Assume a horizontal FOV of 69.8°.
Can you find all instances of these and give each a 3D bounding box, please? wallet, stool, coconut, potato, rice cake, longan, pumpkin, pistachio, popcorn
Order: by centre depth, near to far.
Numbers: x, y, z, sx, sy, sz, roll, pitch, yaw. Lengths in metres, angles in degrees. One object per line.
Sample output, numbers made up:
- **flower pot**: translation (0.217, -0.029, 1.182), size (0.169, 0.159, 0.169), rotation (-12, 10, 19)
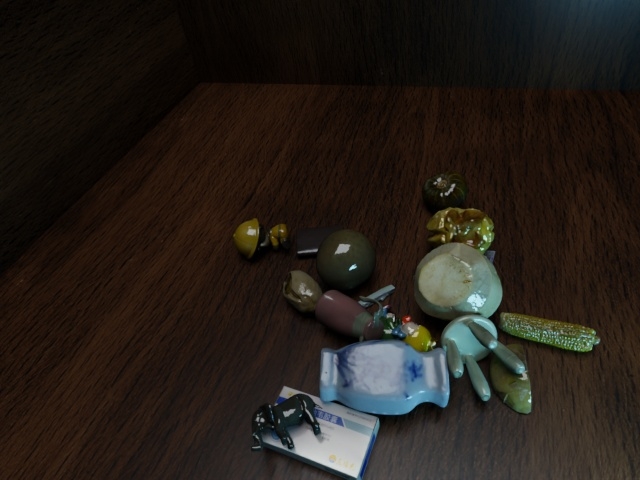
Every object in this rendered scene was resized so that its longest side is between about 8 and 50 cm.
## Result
- **stool**: translation (0.512, 0.370, 1.501), size (0.195, 0.195, 0.198), rotation (-45, 16, 15)
- **potato**: translation (0.626, 0.429, 1.525), size (0.121, 0.100, 0.261), rotation (1, 44, 11)
- **coconut**: translation (0.508, 0.163, 1.695), size (0.324, 0.322, 0.322), rotation (-5, 44, 5)
- **rice cake**: translation (0.223, 0.233, 1.856), size (0.180, 0.030, 0.042), rotation (-26, 40, -16)
- **pistachio**: translation (-0.072, 0.207, 1.872), size (0.238, 0.153, 0.137), rotation (38, 101, 41)
- **longan**: translation (0.104, 0.081, 1.889), size (0.259, 0.257, 0.257), rotation (-5, 44, 5)
- **popcorn**: translation (0.578, -0.038, 1.954), size (0.265, 0.224, 0.332), rotation (-3, 21, -9)
- **wallet**: translation (0.000, 0.000, 2.133), size (0.230, 0.049, 0.181), rotation (-6, 43, 2)
- **pumpkin**: translation (0.595, -0.228, 2.188), size (0.219, 0.162, 0.218), rotation (-24, 40, 22)

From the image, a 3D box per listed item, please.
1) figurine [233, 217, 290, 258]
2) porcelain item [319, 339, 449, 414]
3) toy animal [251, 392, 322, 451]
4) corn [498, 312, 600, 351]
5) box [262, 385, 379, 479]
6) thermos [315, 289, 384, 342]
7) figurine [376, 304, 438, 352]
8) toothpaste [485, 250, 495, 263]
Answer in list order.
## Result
- **figurine**: translation (-0.273, -0.019, 2.121), size (0.257, 0.167, 0.192), rotation (-13, 30, -6)
- **porcelain item**: translation (0.202, 0.445, 1.507), size (0.406, 0.178, 0.242), rotation (0, 61, 6)
- **toy animal**: translation (-0.114, 0.571, 1.431), size (0.245, 0.114, 0.146), rotation (-11, 46, -31)
- **corn**: translation (0.797, 0.319, 1.613), size (0.320, 0.096, 0.097), rotation (11, 47, 23)
- **box**: translation (-0.004, 0.615, 1.476), size (0.344, 0.065, 0.200), rotation (11, 48, 22)
- **thermos**: translation (0.122, 0.278, 1.688), size (0.265, 0.146, 0.176), rotation (17, 66, 50)
- **figurine**: translation (0.315, 0.329, 1.684), size (0.235, 0.127, 0.185), rotation (-3, 37, 23)
- **toothpaste**: translation (0.700, 0.100, 1.908), size (0.045, 0.028, 0.169), rotation (2, 42, 23)
